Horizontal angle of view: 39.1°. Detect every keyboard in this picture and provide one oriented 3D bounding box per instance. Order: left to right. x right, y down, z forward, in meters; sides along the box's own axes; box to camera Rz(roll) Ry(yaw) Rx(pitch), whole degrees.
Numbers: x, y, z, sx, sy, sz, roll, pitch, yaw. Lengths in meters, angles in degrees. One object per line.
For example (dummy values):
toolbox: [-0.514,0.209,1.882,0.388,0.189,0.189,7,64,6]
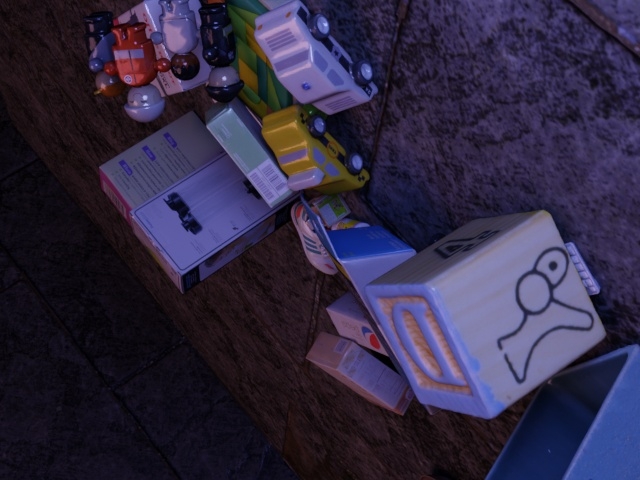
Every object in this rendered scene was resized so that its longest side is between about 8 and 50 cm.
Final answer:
keyboard: [0.286,0.055,1.220,0.072,0.014,0.256,55,159,-2]

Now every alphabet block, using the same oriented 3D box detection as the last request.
alphabet block: [0.207,0.091,1.159,0.192,0.197,0.193,64,159,-9]

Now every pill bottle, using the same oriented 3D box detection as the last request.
pill bottle: [0.053,-0.015,1.575,0.083,0.043,0.043,17,138,58]

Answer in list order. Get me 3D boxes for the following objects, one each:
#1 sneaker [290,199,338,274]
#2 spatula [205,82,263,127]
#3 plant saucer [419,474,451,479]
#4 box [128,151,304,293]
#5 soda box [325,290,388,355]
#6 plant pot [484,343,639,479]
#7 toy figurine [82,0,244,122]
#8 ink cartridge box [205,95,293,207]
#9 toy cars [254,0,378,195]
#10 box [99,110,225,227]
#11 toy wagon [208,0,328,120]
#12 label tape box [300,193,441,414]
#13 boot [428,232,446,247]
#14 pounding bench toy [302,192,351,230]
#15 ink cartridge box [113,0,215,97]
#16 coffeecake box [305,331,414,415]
sneaker: [0.000,0.000,1.695,0.161,0.057,0.075,65,163,-18]
spatula: [-0.142,-0.252,1.680,0.242,0.019,0.168,47,153,18]
plant saucer: [0.299,0.589,1.989,0.198,0.036,0.198,46,158,24]
box: [-0.195,-0.053,1.710,0.169,0.290,0.087,47,158,17]
soda box: [0.101,0.158,1.705,0.216,0.069,0.073,13,135,60]
plant pot: [0.379,0.321,1.130,0.252,0.247,0.247,38,158,0]
toy figurine: [-0.242,-0.278,1.377,0.210,0.213,0.148,27,132,50]
ink cartridge box: [-0.119,-0.166,1.503,0.171,0.056,0.235,51,-174,-20]
toy cars: [-0.013,-0.174,1.313,0.177,0.087,0.393,14,149,8]
box: [-0.309,-0.117,1.925,0.213,0.243,0.117,50,159,10]
toy wagon: [-0.092,-0.327,1.375,0.267,0.068,0.344,45,158,22]
label tape box: [0.105,0.069,1.406,0.347,0.115,0.249,61,178,-12]
boot: [0.206,0.051,1.340,0.099,0.045,0.121,38,148,49]
pounding bench toy: [-0.003,-0.047,1.591,0.052,0.083,0.065,58,159,-10]
ink cartridge box: [-0.284,-0.362,1.674,0.237,0.100,0.171,7,124,63]
coffeecake box: [0.083,0.268,1.825,0.185,0.068,0.142,37,166,-23]
